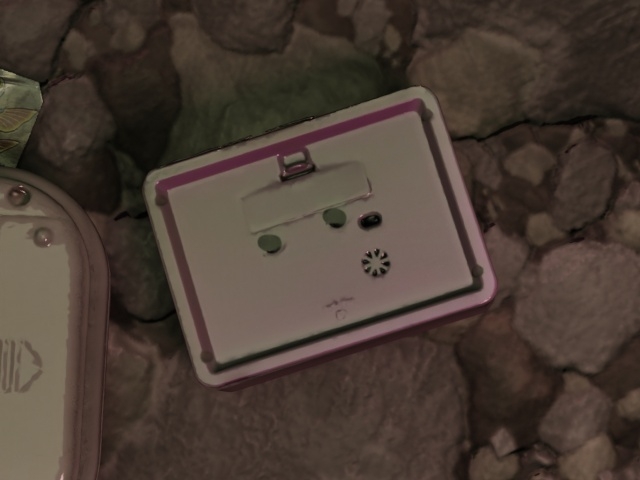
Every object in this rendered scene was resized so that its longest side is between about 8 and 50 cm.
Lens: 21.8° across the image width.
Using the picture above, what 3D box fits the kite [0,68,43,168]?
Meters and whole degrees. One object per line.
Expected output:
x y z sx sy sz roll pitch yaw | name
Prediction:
-0.268 -0.016 1.116 0.127 0.016 0.229 10 82 5 | kite

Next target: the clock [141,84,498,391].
0.000 0.000 1.061 0.197 0.063 0.150 -18 80 3 | clock

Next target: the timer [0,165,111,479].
-0.256 0.080 1.051 0.237 0.087 0.262 3 83 -4 | timer
